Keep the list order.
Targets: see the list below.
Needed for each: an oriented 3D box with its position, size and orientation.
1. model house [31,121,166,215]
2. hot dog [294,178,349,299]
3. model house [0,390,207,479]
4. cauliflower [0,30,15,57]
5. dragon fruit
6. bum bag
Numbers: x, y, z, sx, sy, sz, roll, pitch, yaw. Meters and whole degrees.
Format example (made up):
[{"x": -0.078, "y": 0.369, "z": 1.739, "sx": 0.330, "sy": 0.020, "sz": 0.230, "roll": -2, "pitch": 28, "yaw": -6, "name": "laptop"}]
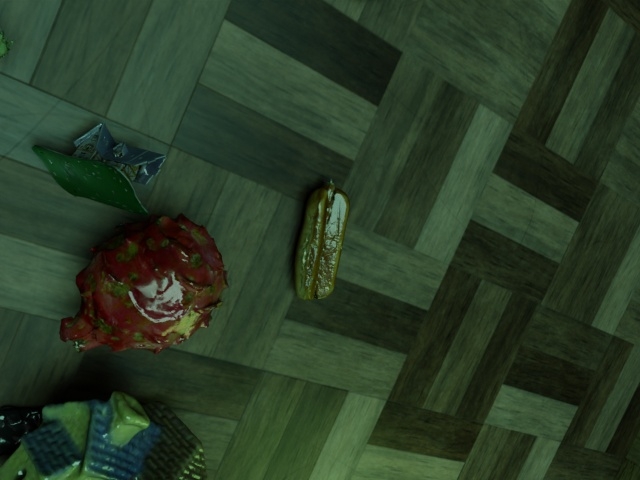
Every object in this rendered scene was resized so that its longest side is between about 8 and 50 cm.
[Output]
[{"x": -0.314, "y": -0.116, "z": 0.897, "sx": 0.117, "sy": 0.166, "sz": 0.088, "roll": 73, "pitch": 38, "yaw": -53, "name": "model house"}, {"x": 0.000, "y": 0.000, "z": 1.138, "sx": 0.092, "sy": 0.062, "sz": 0.236, "roll": 5, "pitch": 106, "yaw": -29, "name": "hot dog"}, {"x": -0.324, "y": 0.392, "z": 0.946, "sx": 0.266, "sy": 0.261, "sz": 0.321, "roll": -50, "pitch": 143, "yaw": -10, "name": "model house"}, {"x": -0.520, "y": -0.293, "z": 0.697, "sx": 0.272, "sy": 0.275, "sz": 0.250, "roll": -9, "pitch": 77, "yaw": -8, "name": "cauliflower"}, {"x": -0.271, "y": 0.079, "z": 0.939, "sx": 0.268, "sy": 0.210, "sz": 0.205, "roll": -37, "pitch": 95, "yaw": -6, "name": "dragon fruit"}, {"x": -0.500, "y": 0.313, "z": 0.979, "sx": 0.197, "sy": 0.049, "sz": 0.087, "roll": 1, "pitch": 100, "yaw": -28, "name": "bum bag"}]
